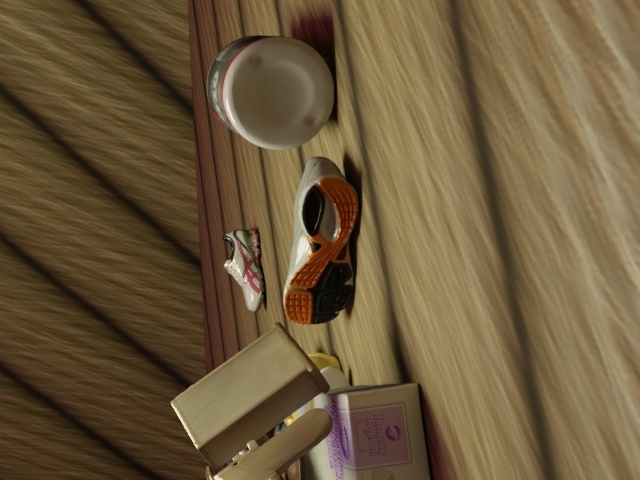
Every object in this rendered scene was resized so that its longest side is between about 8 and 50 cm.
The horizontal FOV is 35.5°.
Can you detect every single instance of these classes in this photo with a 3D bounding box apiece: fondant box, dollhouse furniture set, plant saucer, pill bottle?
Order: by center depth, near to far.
[{"bbox_3d":[0.053,0.311,1.299,0.330,0.096,0.238,145,119,-74],"label":"fondant box"},{"bbox_3d":[-0.019,0.304,1.314,0.303,0.174,0.355,45,168,53],"label":"dollhouse furniture set"},{"bbox_3d":[-0.088,-0.232,1.532,0.283,0.161,0.161,-140,46,-72],"label":"pill bottle"},{"bbox_3d":[-0.045,0.404,1.925,0.168,0.029,0.168,174,90,-79],"label":"plant saucer"}]

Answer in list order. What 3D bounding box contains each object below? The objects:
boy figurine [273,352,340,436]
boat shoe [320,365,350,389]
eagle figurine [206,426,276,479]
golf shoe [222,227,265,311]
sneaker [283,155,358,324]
[{"bbox_3d":[-0.032,0.249,1.659,0.285,0.092,0.177,109,153,-60],"label":"boy figurine"},{"bbox_3d":[0.020,0.277,1.521,0.063,0.066,0.184,-155,51,-74],"label":"boat shoe"},{"bbox_3d":[-0.129,0.523,2.054,0.298,0.226,0.225,-47,0,40],"label":"eagle figurine"},{"bbox_3d":[-0.171,0.068,2.212,0.067,0.086,0.186,146,117,-74],"label":"golf shoe"},{"bbox_3d":[0.000,0.000,1.439,0.121,0.099,0.262,-101,19,-56],"label":"sneaker"}]
